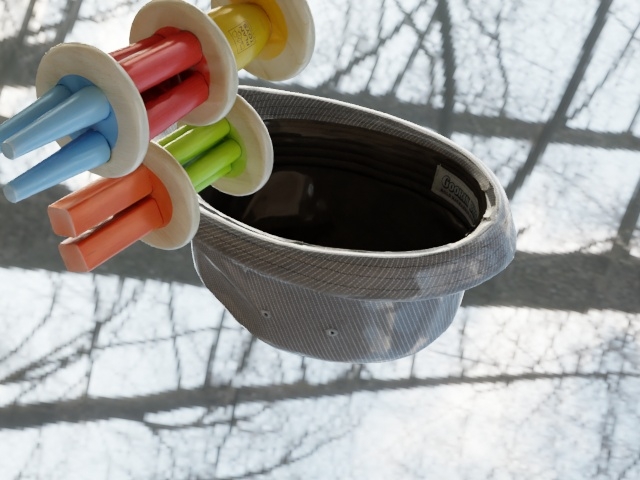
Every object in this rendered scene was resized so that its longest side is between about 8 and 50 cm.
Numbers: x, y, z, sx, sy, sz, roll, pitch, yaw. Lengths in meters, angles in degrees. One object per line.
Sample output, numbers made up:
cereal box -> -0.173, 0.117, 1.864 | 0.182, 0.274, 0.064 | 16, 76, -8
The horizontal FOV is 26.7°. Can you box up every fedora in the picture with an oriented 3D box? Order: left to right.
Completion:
fedora -> 0.000, 0.000, 0.977 | 0.243, 0.276, 0.124 | -64, 166, -57

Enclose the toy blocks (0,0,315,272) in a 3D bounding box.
toy blocks -> -0.075, -0.035, 0.525 | 0.054, 0.148, 0.123 | 38, -44, 16
